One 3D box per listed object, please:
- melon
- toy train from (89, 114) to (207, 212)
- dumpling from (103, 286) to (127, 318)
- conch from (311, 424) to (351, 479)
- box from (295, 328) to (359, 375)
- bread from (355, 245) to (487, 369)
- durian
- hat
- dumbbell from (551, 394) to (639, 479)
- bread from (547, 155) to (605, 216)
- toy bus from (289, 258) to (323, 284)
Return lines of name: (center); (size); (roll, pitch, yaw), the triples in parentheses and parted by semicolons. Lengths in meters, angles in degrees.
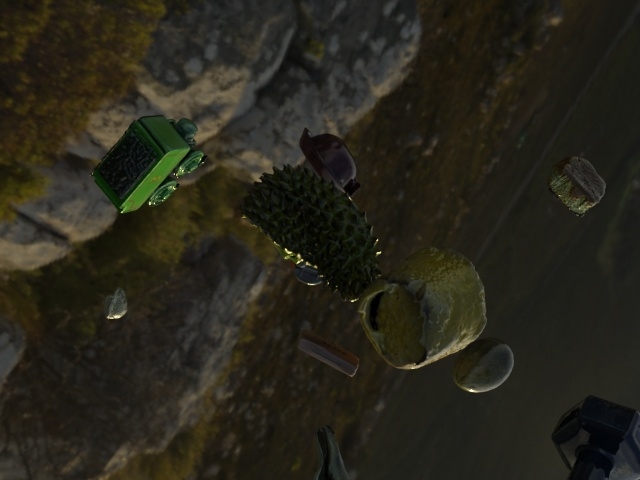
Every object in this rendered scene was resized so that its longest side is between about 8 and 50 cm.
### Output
melon: (0.313, 0.241, 1.711); (0.131, 0.098, 0.098); (-26, 143, -18)
toy train: (-0.372, -0.166, 1.923); (0.243, 0.132, 0.188); (-44, 170, 26)
dumpling: (-0.436, 0.135, 1.911); (0.076, 0.052, 0.057); (-5, 133, -51)
conch: (0.021, 0.425, 1.369); (0.114, 0.234, 0.137); (-48, 167, 29)
box: (0.013, 0.192, 1.531); (0.025, 0.115, 0.048); (-60, -178, 22)
bread: (0.172, 0.116, 1.509); (0.170, 0.197, 0.197); (-20, 132, -49)
durian: (-0.019, -0.022, 1.636); (0.157, 0.355, 0.169); (-43, 149, -13)
hat: (0.031, -0.188, 2.083); (0.089, 0.205, 0.205); (-35, 156, 7)
dumbbell: (0.392, 0.387, 1.338); (0.325, 0.144, 0.160); (-48, 173, -43)
bread: (0.622, -0.139, 2.155); (0.069, 0.140, 0.128); (-42, -174, 45)
toy bus: (0.000, 0.000, 1.794); (0.079, 0.077, 0.174); (22, 106, -31)
